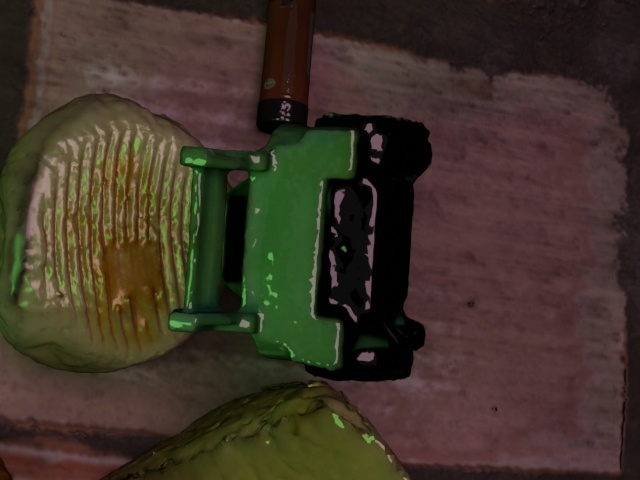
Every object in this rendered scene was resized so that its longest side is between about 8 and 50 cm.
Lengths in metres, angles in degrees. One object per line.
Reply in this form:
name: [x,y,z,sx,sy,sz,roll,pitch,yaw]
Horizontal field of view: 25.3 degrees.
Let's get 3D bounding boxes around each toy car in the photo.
toy car: [0.000,0.000,1.205,0.176,0.358,0.213,3,94,8]

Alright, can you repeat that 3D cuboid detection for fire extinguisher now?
fire extinguisher: [-0.034,-0.193,1.381,0.062,0.050,0.177,-1,77,24]

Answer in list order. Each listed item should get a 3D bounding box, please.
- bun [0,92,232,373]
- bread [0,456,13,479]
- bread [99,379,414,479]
bun: [-0.196,-0.010,1.252,0.243,0.153,0.244,-2,95,-32]
bread: [-0.317,0.311,1.071,0.204,0.358,0.337,5,103,-34]
bread: [-0.047,0.263,1.170,0.279,0.315,0.248,-30,87,-8]
